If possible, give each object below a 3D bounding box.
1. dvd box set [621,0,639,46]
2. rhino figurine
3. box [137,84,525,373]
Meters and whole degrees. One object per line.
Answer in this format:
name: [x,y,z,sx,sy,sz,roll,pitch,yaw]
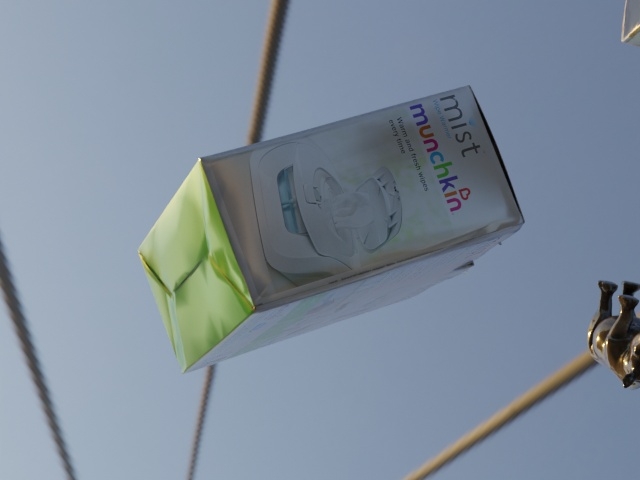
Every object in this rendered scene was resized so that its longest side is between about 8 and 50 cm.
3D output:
dvd box set: [0.469,-0.177,1.057,0.420,0.062,0.307,10,-14,-7]
rhino figurine: [0.363,0.117,1.709,0.073,0.243,0.106,9,-81,-4]
box: [0.000,0.000,1.189,0.127,0.231,0.262,69,-20,9]
